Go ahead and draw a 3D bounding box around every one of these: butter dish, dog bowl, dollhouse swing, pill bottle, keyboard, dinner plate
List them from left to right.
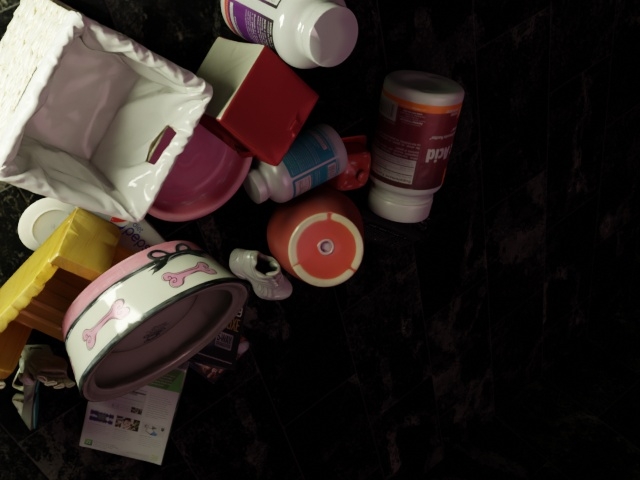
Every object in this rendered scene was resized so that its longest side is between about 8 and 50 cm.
[{"bbox_3d":[-0.605,-0.032,1.643,0.141,0.017,0.141,-24,132,-29],"label":"dinner plate"},{"bbox_3d":[-0.528,0.165,1.590,0.347,0.315,0.305,-42,114,14],"label":"dollhouse swing"},{"bbox_3d":[-0.363,0.162,1.566,0.408,0.150,0.408,-35,164,-12],"label":"dog bowl"},{"bbox_3d":[-0.065,-0.481,1.565,0.181,0.323,0.181,-23,132,-28],"label":"pill bottle"},{"bbox_3d":[-0.071,-0.192,1.900,0.264,0.146,0.146,-28,134,-23],"label":"pill bottle"},{"bbox_3d":[0.086,-0.200,2.053,0.160,0.118,0.160,-14,127,-35],"label":"butter dish"},{"bbox_3d":[0.212,-0.040,2.264,0.201,0.033,0.317,-29,151,33],"label":"keyboard"},{"bbox_3d":[0.258,-0.263,2.079,0.224,0.224,0.392,-14,127,-34],"label":"pill bottle"}]

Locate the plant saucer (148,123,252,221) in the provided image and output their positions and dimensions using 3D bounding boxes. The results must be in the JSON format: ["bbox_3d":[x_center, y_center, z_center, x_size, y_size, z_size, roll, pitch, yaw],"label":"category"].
[{"bbox_3d":[-0.316,-0.208,1.721,0.332,0.084,0.332,-23,131,-29],"label":"plant saucer"}]

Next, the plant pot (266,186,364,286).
[{"bbox_3d":[0.000,0.000,1.947,0.275,0.243,0.275,-1,101,-7],"label":"plant pot"}]

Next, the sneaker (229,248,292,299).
[{"bbox_3d":[-0.142,0.099,2.015,0.232,0.115,0.090,38,58,-41],"label":"sneaker"}]

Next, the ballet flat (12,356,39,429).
[{"bbox_3d":[-0.725,0.373,1.801,0.068,0.072,0.213,9,114,-15],"label":"ballet flat"}]

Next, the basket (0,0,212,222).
[{"bbox_3d":[-0.454,-0.259,1.426,0.331,0.266,0.328,22,103,-46],"label":"basket"}]

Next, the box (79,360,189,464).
[{"bbox_3d":[-0.498,0.435,1.946,0.232,0.058,0.322,16,113,-6],"label":"box"}]

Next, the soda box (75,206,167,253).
[{"bbox_3d":[-0.459,-0.034,1.712,0.098,0.091,0.286,-42,137,-7],"label":"soda box"}]

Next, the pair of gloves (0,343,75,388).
[{"bbox_3d":[-0.699,0.293,1.651,0.240,0.204,0.042,2,103,-42],"label":"pair of gloves"}]

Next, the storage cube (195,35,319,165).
[{"bbox_3d":[-0.159,-0.303,1.595,0.193,0.183,0.215,36,83,-45],"label":"storage cube"}]

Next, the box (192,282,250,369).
[{"bbox_3d":[-0.328,0.189,1.913,0.307,0.076,0.242,31,63,-48],"label":"box"}]

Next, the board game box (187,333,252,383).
[{"bbox_3d":[-0.322,0.297,2.105,0.165,0.042,0.243,-45,138,-6],"label":"board game box"}]
